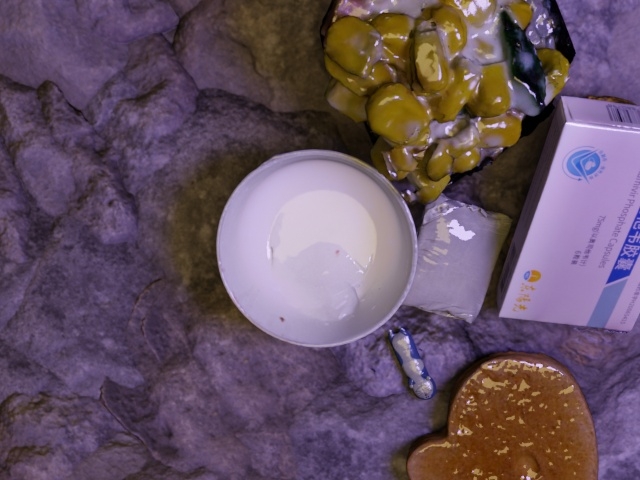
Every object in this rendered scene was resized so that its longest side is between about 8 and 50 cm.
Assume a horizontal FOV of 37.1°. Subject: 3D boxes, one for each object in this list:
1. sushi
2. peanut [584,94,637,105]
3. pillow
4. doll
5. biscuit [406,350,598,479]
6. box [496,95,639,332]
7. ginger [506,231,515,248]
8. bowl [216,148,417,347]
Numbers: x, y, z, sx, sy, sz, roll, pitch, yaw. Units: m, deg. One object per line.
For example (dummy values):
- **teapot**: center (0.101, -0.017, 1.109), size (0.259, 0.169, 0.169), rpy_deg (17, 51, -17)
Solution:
- **sushi**: center (0.166, -0.237, 1.213), size (0.328, 0.285, 0.328), rpy_deg (-22, 99, 7)
- **peanut**: center (0.441, -0.131, 1.315), size (0.206, 0.087, 0.087), rpy_deg (30, 103, -4)
- **pillow**: center (0.186, 0.029, 1.372), size (0.134, 0.078, 0.181), rpy_deg (18, 103, -5)
- **doll**: center (0.137, 0.185, 1.434), size (0.037, 0.027, 0.125), rpy_deg (-25, 99, 17)
- **biscuit**: center (0.274, 0.334, 1.440), size (0.287, 0.057, 0.344), rpy_deg (-9, 102, 6)
- **box**: center (0.369, -0.023, 1.265), size (0.200, 0.065, 0.343), rpy_deg (6, 132, -3)
- **ginger**: center (0.369, -0.059, 1.318), size (0.149, 0.065, 0.259), rpy_deg (14, 129, -6)
- **bowl**: center (0.000, 0.000, 1.347), size (0.277, 0.145, 0.277), rpy_deg (1, 101, 6)
